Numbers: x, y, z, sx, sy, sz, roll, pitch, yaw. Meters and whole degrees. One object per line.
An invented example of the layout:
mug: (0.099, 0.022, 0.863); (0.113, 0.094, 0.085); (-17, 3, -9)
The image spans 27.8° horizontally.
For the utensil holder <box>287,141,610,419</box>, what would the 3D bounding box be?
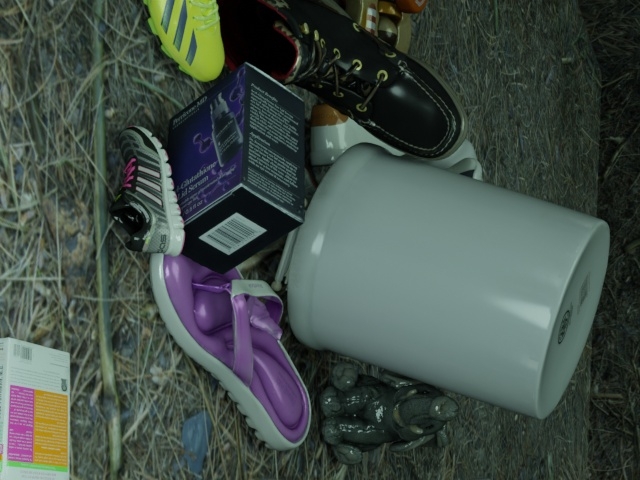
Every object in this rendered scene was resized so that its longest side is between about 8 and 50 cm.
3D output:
utensil holder: (0.193, 0.062, 1.908); (0.327, 0.385, 0.327); (-48, 149, -43)

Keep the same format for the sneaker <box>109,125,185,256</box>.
sneaker: (-0.215, -0.058, 1.517); (0.075, 0.063, 0.170); (-8, 72, -32)

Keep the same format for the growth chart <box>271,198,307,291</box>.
growth chart: (0.000, 0.000, 1.960); (0.237, 0.021, 0.172); (-5, 118, -65)

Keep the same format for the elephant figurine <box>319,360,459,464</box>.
elephant figurine: (0.133, 0.269, 2.007); (0.186, 0.239, 0.169); (-65, 141, -51)

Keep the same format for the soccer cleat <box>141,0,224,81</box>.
soccer cleat: (-0.168, -0.336, 1.637); (0.093, 0.121, 0.289); (-59, 137, -56)

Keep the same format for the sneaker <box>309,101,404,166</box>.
sneaker: (0.069, -0.192, 2.162); (0.290, 0.106, 0.123); (-14, 99, -65)

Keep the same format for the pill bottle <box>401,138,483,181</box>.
pill bottle: (0.227, -0.100, 2.433); (0.160, 0.160, 0.283); (-62, 139, -53)

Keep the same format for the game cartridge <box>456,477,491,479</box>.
game cartridge: (0.158, 0.543, 2.002); (0.068, 0.230, 0.355); (59, 33, -44)

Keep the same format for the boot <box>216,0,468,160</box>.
boot: (0.015, -0.244, 1.837); (0.377, 0.138, 0.284); (45, 22, 17)

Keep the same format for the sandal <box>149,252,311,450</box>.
sandal: (-0.089, 0.119, 1.709); (0.416, 0.102, 0.169); (58, 31, -41)

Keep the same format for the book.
book: (-0.295, 0.178, 1.311); (0.096, 0.035, 0.144); (28, 57, -59)

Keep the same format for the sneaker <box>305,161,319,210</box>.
sneaker: (-0.019, -0.081, 1.991); (0.158, 0.061, 0.065); (65, 17, -44)

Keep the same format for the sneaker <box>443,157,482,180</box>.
sneaker: (0.164, -0.099, 2.266); (0.153, 0.235, 0.094); (53, 2, -30)

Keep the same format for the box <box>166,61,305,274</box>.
box: (-0.107, -0.089, 1.604); (0.108, 0.153, 0.207); (31, 41, -35)

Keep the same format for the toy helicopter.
toy helicopter: (0.062, -0.327, 2.211); (0.355, 0.140, 0.235); (-38, 128, -51)
